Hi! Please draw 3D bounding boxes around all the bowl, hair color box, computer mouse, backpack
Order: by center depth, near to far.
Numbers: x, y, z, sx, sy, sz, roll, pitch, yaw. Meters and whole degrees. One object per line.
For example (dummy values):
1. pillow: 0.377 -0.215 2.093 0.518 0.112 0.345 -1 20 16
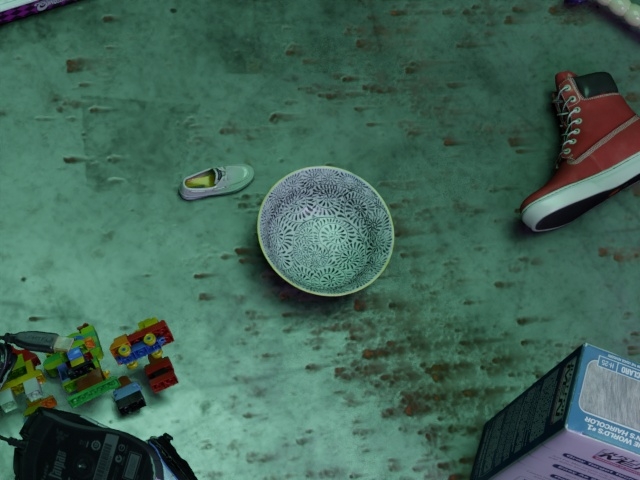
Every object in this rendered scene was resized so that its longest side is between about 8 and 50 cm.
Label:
1. computer mouse: -0.271 0.198 1.680 0.262 0.060 0.184 9 83 20
2. hair color box: 0.303 0.236 1.739 0.174 0.347 0.105 20 67 -5
3. backpack: -0.179 0.287 1.750 0.084 0.105 0.114 -39 84 1
4. bowl: 0.000 0.000 1.905 0.170 0.080 0.170 4 70 -11

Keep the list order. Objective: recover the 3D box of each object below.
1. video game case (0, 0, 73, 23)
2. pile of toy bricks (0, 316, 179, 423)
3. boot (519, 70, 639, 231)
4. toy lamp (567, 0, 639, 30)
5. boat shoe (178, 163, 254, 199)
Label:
1. video game case: -0.381 -0.395 1.989 0.232 0.042 0.210 -22 76 -19
2. pile of toy bricks: -0.273 0.139 1.795 0.212 0.118 0.105 -23 47 -3
3. boot: 0.322 -0.126 2.024 0.244 0.088 0.176 -28 78 -29
4. toy lamp: 0.467 -0.284 2.117 0.274 0.080 0.080 32 67 2
5. boat shoe: -0.128 -0.077 1.930 0.100 0.035 0.035 -12 73 -16
